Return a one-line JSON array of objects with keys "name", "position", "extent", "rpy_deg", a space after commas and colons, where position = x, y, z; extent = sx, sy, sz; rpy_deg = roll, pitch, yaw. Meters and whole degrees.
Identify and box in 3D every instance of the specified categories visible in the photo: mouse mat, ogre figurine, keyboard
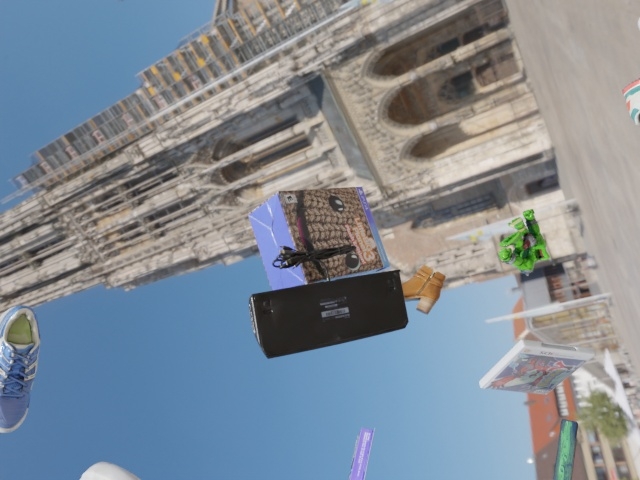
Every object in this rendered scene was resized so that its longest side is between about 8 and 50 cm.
[{"name": "mouse mat", "position": [0.552, 0.503, 1.149], "extent": [0.152, 0.007, 0.189], "rpy_deg": [53, -129, -69]}, {"name": "ogre figurine", "position": [0.568, 0.014, 1.407], "extent": [0.118, 0.097, 0.197], "rpy_deg": [50, -141, -13]}, {"name": "keyboard", "position": [0.017, 0.100, 0.978], "extent": [0.317, 0.033, 0.201], "rpy_deg": [-7, -95, -23]}]

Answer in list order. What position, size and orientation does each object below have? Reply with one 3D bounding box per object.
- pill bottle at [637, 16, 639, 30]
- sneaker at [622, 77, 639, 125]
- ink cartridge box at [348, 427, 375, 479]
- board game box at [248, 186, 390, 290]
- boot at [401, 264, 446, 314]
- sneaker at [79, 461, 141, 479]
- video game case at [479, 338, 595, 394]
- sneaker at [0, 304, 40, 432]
[{"name": "pill bottle", "position": [0.802, -0.396, 1.070], "extent": [0.264, 0.146, 0.146], "rpy_deg": [51, -150, -14]}, {"name": "sneaker", "position": [0.536, -0.227, 0.761], "extent": [0.057, 0.161, 0.075], "rpy_deg": [0, -101, -19]}, {"name": "ink cartridge box", "position": [0.121, 0.702, 1.589], "extent": [0.208, 0.045, 0.206], "rpy_deg": [94, -168, -59]}, {"name": "board game box", "position": [0.000, 0.000, 1.285], "extent": [0.291, 0.141, 0.232], "rpy_deg": [-9, -104, -42]}, {"name": "boot", "position": [0.318, 0.145, 1.734], "extent": [0.152, 0.197, 0.073], "rpy_deg": [-60, -7, -14]}, {"name": "sneaker", "position": [-0.272, 0.418, 0.651], "extent": [0.169, 0.293, 0.108], "rpy_deg": [-28, -50, -48]}, {"name": "video game case", "position": [0.499, 0.300, 1.181], "extent": [0.184, 0.201, 0.023], "rpy_deg": [9, -133, -11]}, {"name": "sneaker", "position": [-0.513, 0.207, 0.839], "extent": [0.080, 0.081, 0.211], "rpy_deg": [8, -113, -37]}]
